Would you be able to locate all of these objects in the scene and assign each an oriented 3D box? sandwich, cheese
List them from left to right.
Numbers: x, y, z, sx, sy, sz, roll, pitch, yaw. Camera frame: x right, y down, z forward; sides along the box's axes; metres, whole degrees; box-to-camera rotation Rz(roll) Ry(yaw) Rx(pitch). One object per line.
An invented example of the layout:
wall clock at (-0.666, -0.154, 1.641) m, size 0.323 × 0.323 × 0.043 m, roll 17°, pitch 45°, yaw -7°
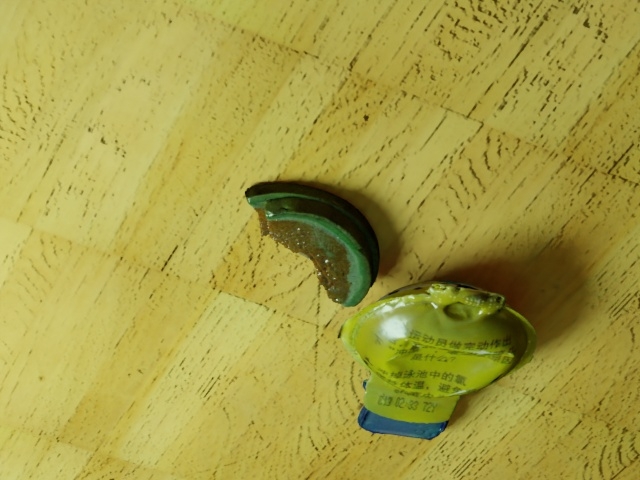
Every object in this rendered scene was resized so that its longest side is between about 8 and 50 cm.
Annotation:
sandwich at (0.000, -0.002, 1.212) m, size 0.067 × 0.029 × 0.135 m, roll -33°, pitch 126°, yaw 29°
cheese at (0.085, 0.098, 1.292) m, size 0.156 × 0.064 × 0.250 m, roll 10°, pitch 145°, yaw -7°
